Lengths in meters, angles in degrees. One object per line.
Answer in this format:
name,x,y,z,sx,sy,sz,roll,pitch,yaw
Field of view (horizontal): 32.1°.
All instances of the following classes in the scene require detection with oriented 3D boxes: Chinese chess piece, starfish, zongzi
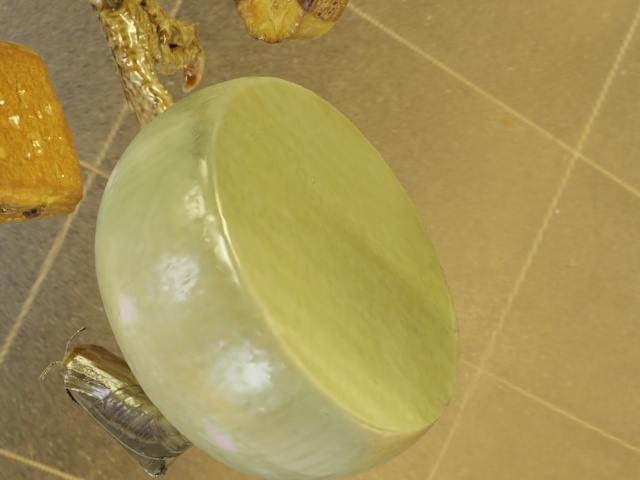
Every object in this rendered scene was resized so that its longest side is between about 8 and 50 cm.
Chinese chess piece,-0.020,0.023,0.677,0.250,0.101,0.250,37,37,-34
starfish,-0.129,-0.197,0.826,0.094,0.375,0.327,-9,80,1
zongzi,-0.210,0.170,1.236,0.187,0.184,0.084,41,63,-3

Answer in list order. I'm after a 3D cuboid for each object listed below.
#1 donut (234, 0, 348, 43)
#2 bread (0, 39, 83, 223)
donut,-0.030,-0.304,1.239,0.073,0.184,0.166,7,130,-40
bread,-0.391,-0.130,1.314,0.099,0.210,0.235,-23,82,22
